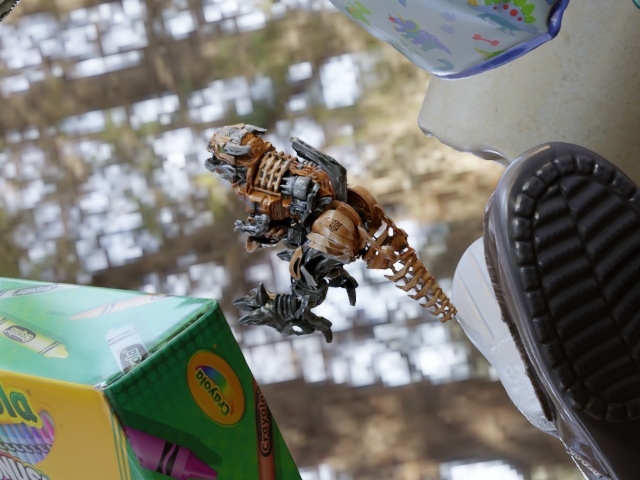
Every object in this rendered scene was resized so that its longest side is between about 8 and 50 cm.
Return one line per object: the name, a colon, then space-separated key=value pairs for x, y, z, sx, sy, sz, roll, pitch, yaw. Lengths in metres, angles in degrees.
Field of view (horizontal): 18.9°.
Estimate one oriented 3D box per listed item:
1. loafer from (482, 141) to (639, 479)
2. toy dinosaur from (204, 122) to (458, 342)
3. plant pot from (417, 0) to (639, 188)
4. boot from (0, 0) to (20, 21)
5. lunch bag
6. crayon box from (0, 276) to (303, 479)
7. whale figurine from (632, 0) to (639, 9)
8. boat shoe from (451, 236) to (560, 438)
loafer: x=0.202 y=0.103 z=1.367 sx=0.130 sy=0.134 sz=0.366 roll=5 pitch=122 yaw=65
toy dinosaur: x=0.000 y=0.000 z=2.178 sx=0.322 sy=0.164 sz=0.218 roll=48 pitch=138 yaw=21
plant pot: x=0.239 y=-0.183 z=1.565 sx=0.305 sy=0.334 sz=0.334 roll=-66 pitch=-11 yaw=5
boot: x=-0.418 y=-0.273 z=1.908 sx=0.189 sy=0.076 sz=0.208 roll=-43 pitch=-83 yaw=-32
lunch bag: x=0.051 y=-0.152 z=1.021 sx=0.129 sy=0.151 sz=0.096 roll=36 pitch=-119 yaw=-18
crayon box: x=-0.128 y=0.111 z=1.026 sx=0.081 sy=0.278 sz=0.165 roll=-37 pitch=-66 yaw=-31
whale figurine: x=0.278 y=-0.169 z=1.139 sx=0.141 sy=0.216 sz=0.272 roll=-3 pitch=-93 yaw=-63
boat shoe: x=0.238 y=0.121 z=2.178 sx=0.119 sy=0.121 sz=0.335 roll=52 pitch=-166 yaw=-35
